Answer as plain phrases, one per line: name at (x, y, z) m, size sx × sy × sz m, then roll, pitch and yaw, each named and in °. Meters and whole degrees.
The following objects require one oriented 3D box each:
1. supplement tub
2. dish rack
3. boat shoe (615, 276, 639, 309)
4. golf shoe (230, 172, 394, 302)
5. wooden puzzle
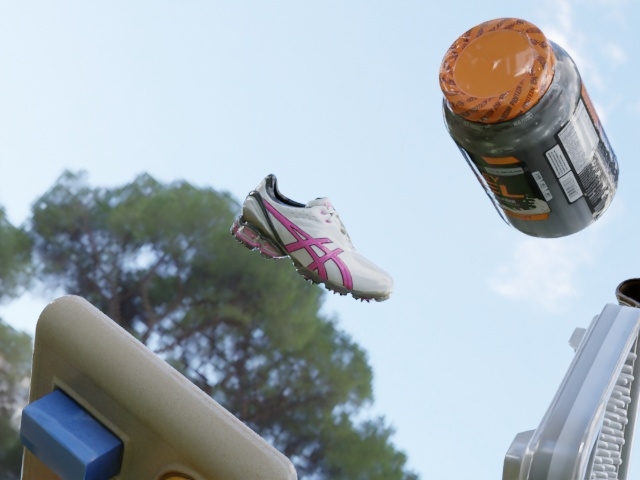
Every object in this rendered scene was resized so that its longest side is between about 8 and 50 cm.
supplement tub at (0.173, -0.093, 1.022) m, size 0.117 × 0.117 × 0.190 m, roll 11°, pitch -24°, yaw 34°
dish rack at (0.226, 0.221, 1.104) m, size 0.072 × 0.333 × 0.285 m, roll 11°, pitch -63°, yaw 22°
boat shoe at (0.426, 0.071, 1.386) m, size 0.095 × 0.095 × 0.257 m, roll 59°, pitch -28°, yaw -8°
golf shoe at (0.000, 0.000, 1.282) m, size 0.186 × 0.086 × 0.067 m, roll 29°, pitch 10°, yaw 7°
wooden puzzle at (-0.194, 0.274, 1.184) m, size 0.322 × 0.080 × 0.348 m, roll 34°, pitch -55°, yaw 25°
